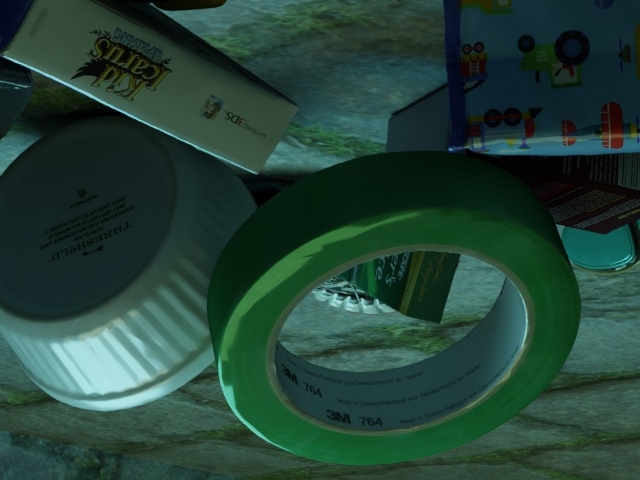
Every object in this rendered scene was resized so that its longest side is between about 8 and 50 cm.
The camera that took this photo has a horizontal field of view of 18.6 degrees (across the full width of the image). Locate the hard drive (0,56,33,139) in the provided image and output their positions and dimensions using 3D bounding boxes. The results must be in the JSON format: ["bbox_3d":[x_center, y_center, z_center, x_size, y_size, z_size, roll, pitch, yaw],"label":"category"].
[{"bbox_3d":[-0.352,-0.129,1.692,0.172,0.054,0.254,9,163,-20],"label":"hard drive"}]

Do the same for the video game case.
[{"bbox_3d":[-0.181,-0.156,1.289,0.269,0.061,0.244,36,-171,39],"label":"video game case"}]

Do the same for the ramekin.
[{"bbox_3d":[-0.196,0.007,1.789,0.273,0.273,0.127,-4,150,24],"label":"ramekin"}]

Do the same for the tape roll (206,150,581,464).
[{"bbox_3d":[0.064,0.064,1.703,0.321,0.077,0.321,-7,134,-7],"label":"tape roll"}]

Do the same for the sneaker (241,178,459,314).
[{"bbox_3d":[0.000,0.000,1.974,0.299,0.121,0.112,1,146,-11],"label":"sneaker"}]

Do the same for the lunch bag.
[{"bbox_3d":[0.213,-0.122,1.515,0.221,0.138,0.293,-2,175,7],"label":"lunch bag"}]

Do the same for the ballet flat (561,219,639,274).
[{"bbox_3d":[0.329,-0.015,1.923,0.073,0.080,0.232,-5,172,-29],"label":"ballet flat"}]

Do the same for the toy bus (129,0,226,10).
[{"bbox_3d":[-0.122,-0.244,1.136,0.130,0.108,0.332,-6,161,25],"label":"toy bus"}]

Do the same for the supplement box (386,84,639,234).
[{"bbox_3d":[0.193,-0.071,1.748,0.239,0.073,0.130,12,163,-24],"label":"supplement box"}]

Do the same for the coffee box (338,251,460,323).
[{"bbox_3d":[0.075,0.002,1.850,0.040,0.113,0.184,14,-172,-25],"label":"coffee box"}]
